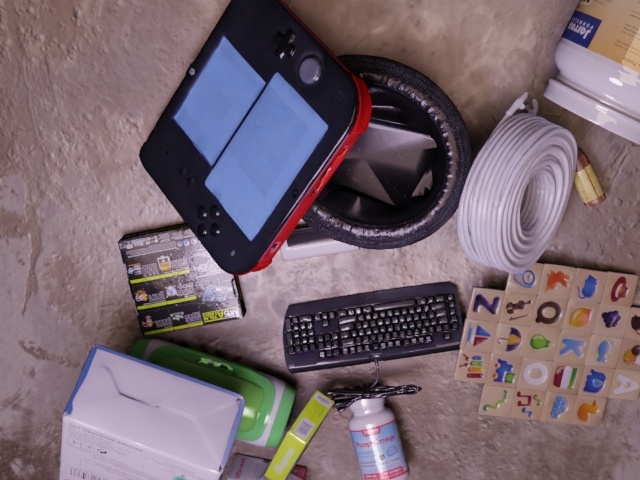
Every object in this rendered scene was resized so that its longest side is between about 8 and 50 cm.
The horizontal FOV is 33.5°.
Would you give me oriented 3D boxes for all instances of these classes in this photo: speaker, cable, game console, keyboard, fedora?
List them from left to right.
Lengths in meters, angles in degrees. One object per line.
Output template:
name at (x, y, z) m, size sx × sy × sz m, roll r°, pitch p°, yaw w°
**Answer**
speaker at (-0.199, 0.269, 1.885) m, size 0.296 × 0.131 × 0.131 m, roll 18°, pitch 105°, yaw 0°
game console at (-0.116, -0.175, 1.691) m, size 0.342 × 0.060 × 0.386 m, roll 48°, pitch 116°, yaw 25°
speaker at (0.000, 0.000, 1.839) m, size 0.136 × 0.055 × 0.055 m, roll -8°, pitch 103°, yaw 7°
fedora at (0.087, -0.148, 1.741) m, size 0.334 × 0.152 × 0.334 m, roll 2°, pitch 100°, yaw 12°
keyboard at (0.095, 0.190, 1.858) m, size 0.317 × 0.033 × 0.202 m, roll -9°, pitch 81°, yaw 7°
cable at (0.320, -0.073, 1.706) m, size 0.089 × 0.257 × 0.257 m, roll 22°, pitch 151°, yaw 35°

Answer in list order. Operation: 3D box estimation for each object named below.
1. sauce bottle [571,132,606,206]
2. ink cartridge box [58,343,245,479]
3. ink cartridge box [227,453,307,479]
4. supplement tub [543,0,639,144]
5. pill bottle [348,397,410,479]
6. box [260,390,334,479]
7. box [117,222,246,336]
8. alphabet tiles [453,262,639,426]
sauce bottle at (0.436, -0.120, 1.784) m, size 0.042 × 0.042 × 0.128 m, roll -24°, pitch 100°, yaw 10°
ink cartridge box at (-0.300, 0.370, 1.822) m, size 0.270 × 0.151 × 0.395 m, roll 20°, pitch 141°, yaw -1°
ink cartridge box at (-0.099, 0.446, 1.934) m, size 0.135 × 0.099 × 0.056 m, roll 11°, pitch 108°, yaw 2°
supplement tub at (0.501, -0.322, 1.632) m, size 0.228 × 0.228 × 0.316 m, roll 25°, pitch 104°, yaw -2°
pill bottle at (0.100, 0.352, 1.896) m, size 0.087 × 0.087 × 0.160 m, roll -15°, pitch 90°, yaw 8°
box at (-0.042, 0.352, 1.862) m, size 0.042 × 0.109 × 0.178 m, roll 33°, pitch 137°, yaw 6°
box at (-0.243, 0.065, 1.880) m, size 0.190 × 0.045 × 0.184 m, roll -12°, pitch 105°, yaw 6°
alphabet tiles at (0.410, 0.181, 1.844) m, size 0.342 × 0.011 × 0.285 m, roll 7°, pitch 104°, yaw -9°
